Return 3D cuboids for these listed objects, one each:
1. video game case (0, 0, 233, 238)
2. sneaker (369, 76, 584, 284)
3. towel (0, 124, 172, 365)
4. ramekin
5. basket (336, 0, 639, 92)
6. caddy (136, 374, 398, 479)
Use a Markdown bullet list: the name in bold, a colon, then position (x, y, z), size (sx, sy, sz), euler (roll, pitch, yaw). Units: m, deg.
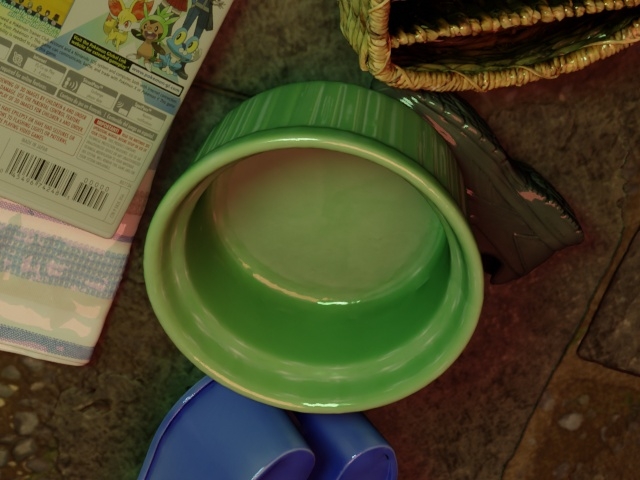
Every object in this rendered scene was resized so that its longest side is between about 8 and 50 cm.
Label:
- **video game case**: position (-0.255, -0.190, 1.054), size (0.329, 0.036, 0.300), euler (24, 97, -33)
- **sneaker**: position (0.139, -0.055, 1.237), size (0.130, 0.109, 0.286), euler (-41, 114, 15)
- **towel**: position (-0.278, -0.018, 1.181), size (0.209, 0.034, 0.285), euler (16, 108, -21)
- **ramekin**: position (0.000, 0.000, 1.150), size (0.303, 0.148, 0.303), euler (4, 124, 5)
- **basket**: position (0.173, -0.230, 1.098), size (0.299, 0.223, 0.213), euler (-10, 115, -11)
- **caddy**: position (-0.077, 0.274, 1.287), size (0.241, 0.179, 0.341), euler (7, 114, -43)
